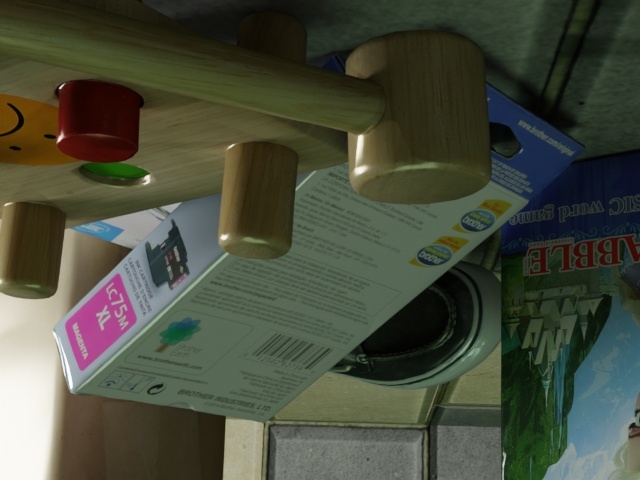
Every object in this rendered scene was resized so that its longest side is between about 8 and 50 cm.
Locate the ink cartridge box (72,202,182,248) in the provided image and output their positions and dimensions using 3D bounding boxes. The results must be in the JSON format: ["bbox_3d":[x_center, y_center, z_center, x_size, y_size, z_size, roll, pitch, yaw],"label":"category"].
[{"bbox_3d":[-0.079,-0.039,0.775,0.180,0.060,0.104,-9,161,34],"label":"ink cartridge box"}]

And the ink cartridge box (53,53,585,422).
[{"bbox_3d":[0.000,0.000,0.733,0.311,0.065,0.185,-40,146,23],"label":"ink cartridge box"}]

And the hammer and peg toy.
[{"bbox_3d":[-0.117,-0.075,0.528,0.361,0.127,0.266,-11,158,39],"label":"hammer and peg toy"}]

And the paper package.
[{"bbox_3d":[-0.234,0.140,0.953,0.309,0.325,0.168,-12,160,39],"label":"paper package"}]

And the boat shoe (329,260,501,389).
[{"bbox_3d":[0.014,0.079,1.080,0.335,0.121,0.119,-10,165,44],"label":"boat shoe"}]

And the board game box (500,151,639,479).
[{"bbox_3d":[0.266,0.091,0.724,0.318,0.318,0.066,-10,161,35],"label":"board game box"}]
